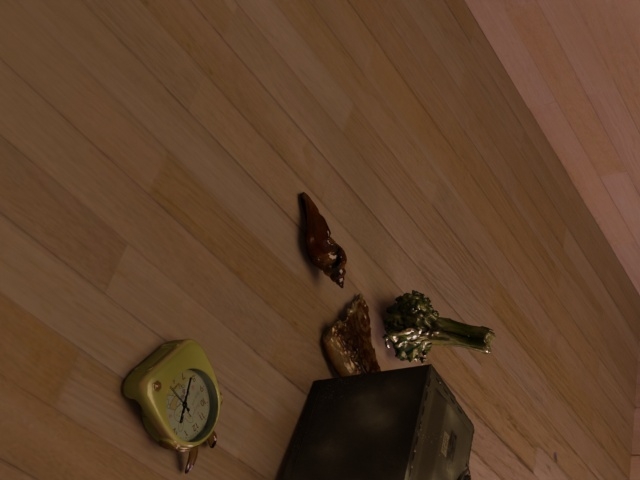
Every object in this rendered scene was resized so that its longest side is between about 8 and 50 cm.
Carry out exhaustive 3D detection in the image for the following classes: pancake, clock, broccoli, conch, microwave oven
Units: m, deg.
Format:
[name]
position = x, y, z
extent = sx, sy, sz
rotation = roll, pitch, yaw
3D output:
[pancake]
position = 0.090, 0.251, 2.107
extent = 0.266, 0.057, 0.244
rotation = 48, 38, -42
[clock]
position = -0.254, 0.311, 1.594
extent = 0.170, 0.069, 0.232
rotation = -42, 117, -50
[broccoli]
position = 0.289, 0.201, 2.182
extent = 0.177, 0.275, 0.198
rotation = -51, 121, -42
[conch]
position = -0.003, 0.004, 2.003
extent = 0.080, 0.086, 0.232
rotation = -32, 98, -10
[microwave oven]
position = 0.118, 0.511, 1.808
extent = 0.236, 0.374, 0.432
rotation = 53, 40, -31
